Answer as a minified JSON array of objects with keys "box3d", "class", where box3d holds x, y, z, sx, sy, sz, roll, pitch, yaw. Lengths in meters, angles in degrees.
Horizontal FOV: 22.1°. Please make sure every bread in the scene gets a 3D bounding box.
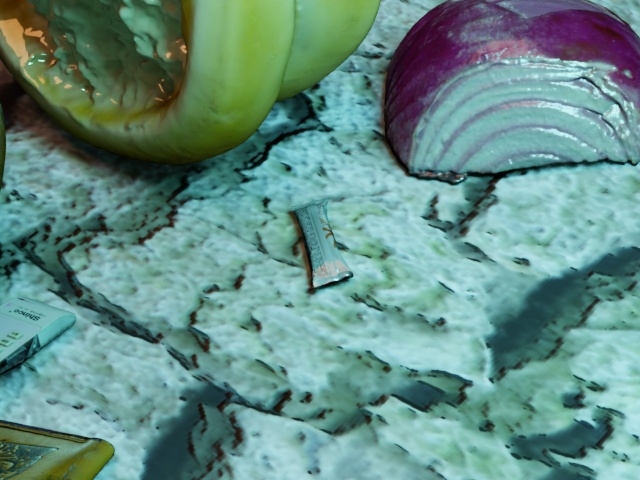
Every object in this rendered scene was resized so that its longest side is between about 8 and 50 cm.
[{"box3d":[-0.161,-0.258,1.489,0.245,0.329,0.424,-40,42,-26],"class":"bread"}]

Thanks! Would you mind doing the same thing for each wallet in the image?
[{"box3d":[-0.278,0.181,1.227,0.195,0.042,0.161,4,26,22],"class":"wallet"}]

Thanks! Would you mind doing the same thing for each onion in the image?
[{"box3d":[0.174,-0.173,1.471,0.250,0.111,0.247,-7,44,11],"class":"onion"}]

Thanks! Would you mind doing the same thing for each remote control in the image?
[{"box3d":[-0.274,0.097,1.336,0.065,0.029,0.166,16,38,33],"class":"remote control"}]

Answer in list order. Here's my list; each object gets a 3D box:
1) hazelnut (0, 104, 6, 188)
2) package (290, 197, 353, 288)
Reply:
[{"box3d":[-0.442,-0.067,1.366,0.365,0.366,0.366,-8,42,7],"class":"hazelnut"},{"box3d":[0.000,0.000,1.397,0.037,0.015,0.110,-15,43,-1],"class":"package"}]
